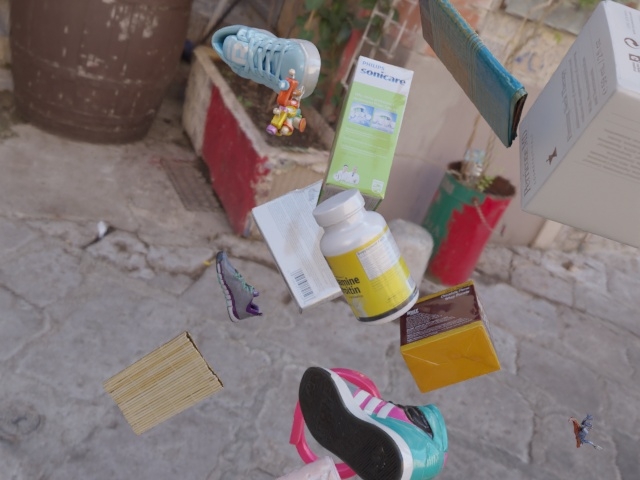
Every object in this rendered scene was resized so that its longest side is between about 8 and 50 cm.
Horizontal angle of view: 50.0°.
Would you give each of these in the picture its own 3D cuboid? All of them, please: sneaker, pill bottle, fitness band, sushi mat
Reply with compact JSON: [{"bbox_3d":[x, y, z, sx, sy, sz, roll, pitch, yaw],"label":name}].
[{"bbox_3d":[-0.228,0.123,1.940,0.098,0.224,0.083,-11,27,3],"label":"sneaker"},{"bbox_3d":[0.102,0.300,1.130,0.178,0.124,0.295,13,12,-36],"label":"sneaker"},{"bbox_3d":[0.061,0.023,0.992,0.184,0.103,0.103,62,24,-15],"label":"pill bottle"},{"bbox_3d":[0.038,0.446,1.674,0.208,0.291,0.054,14,16,6],"label":"fitness band"},{"bbox_3d":[-0.360,0.327,1.543,0.151,0.316,0.019,55,30,-5],"label":"sushi mat"},{"bbox_3d":[-0.138,-0.403,1.544,0.150,0.135,0.366,-4,22,-32],"label":"sneaker"}]

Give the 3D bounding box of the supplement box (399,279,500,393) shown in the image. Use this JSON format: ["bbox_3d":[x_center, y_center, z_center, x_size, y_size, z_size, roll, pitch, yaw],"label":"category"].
[{"bbox_3d":[0.295,0.220,1.593,0.129,0.191,0.194,62,16,-22],"label":"supplement box"}]

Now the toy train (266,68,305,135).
[{"bbox_3d":[-0.050,-0.254,1.311,0.046,0.125,0.166,26,10,8],"label":"toy train"}]

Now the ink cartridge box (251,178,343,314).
[{"bbox_3d":[0.000,0.000,1.622,0.238,0.060,0.275,-24,72,-11],"label":"ink cartridge box"}]

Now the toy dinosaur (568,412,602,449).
[{"bbox_3d":[0.508,0.375,1.344,0.090,0.082,0.047,19,36,0],"label":"toy dinosaur"}]

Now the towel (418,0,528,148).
[{"bbox_3d":[0.333,-0.402,1.536,0.370,0.040,0.271,58,2,18],"label":"towel"}]

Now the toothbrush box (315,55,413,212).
[{"bbox_3d":[0.086,-0.197,1.419,0.122,0.283,0.206,14,-16,-3],"label":"toothbrush box"}]

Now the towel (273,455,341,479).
[{"bbox_3d":[-0.078,0.641,1.436,0.331,0.053,0.317,-22,38,-7],"label":"towel"}]

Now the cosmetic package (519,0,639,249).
[{"bbox_3d":[0.694,-0.252,1.568,0.327,0.394,0.329,17,50,-6],"label":"cosmetic package"}]
